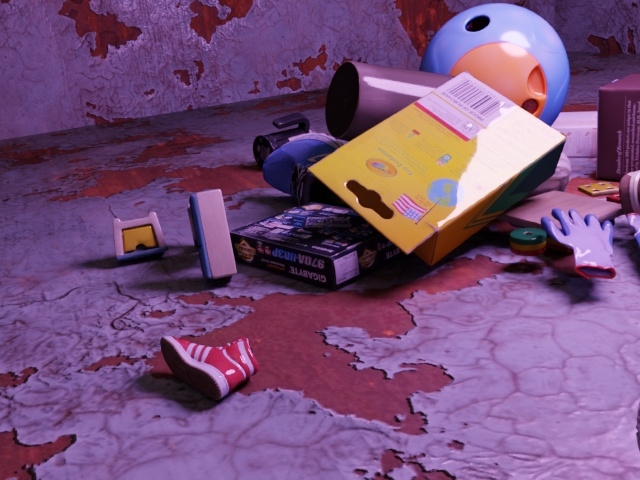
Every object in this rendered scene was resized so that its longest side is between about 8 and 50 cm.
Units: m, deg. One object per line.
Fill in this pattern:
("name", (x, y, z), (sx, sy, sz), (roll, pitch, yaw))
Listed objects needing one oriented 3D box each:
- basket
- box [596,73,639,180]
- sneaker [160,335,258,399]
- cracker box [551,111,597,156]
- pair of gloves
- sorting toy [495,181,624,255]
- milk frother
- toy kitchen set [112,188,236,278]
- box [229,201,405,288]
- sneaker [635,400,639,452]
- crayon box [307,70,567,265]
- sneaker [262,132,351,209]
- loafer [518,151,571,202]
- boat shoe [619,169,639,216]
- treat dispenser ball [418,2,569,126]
("basket", (0.135, -0.221, 1.212), (0.226, 0.154, 0.204), (5, 5, -24))
("box", (0.614, -0.198, 1.245), (0.203, 0.167, 0.168), (11, 26, 41))
("sneaker", (-0.115, 0.122, 0.748), (0.067, 0.042, 0.118), (-26, 34, -36))
("cracker box", (0.534, -0.227, 1.513), (0.232, 0.067, 0.155), (3, 22, 29))
("pair of gloves", (0.377, 0.007, 0.878), (0.198, 0.023, 0.159), (8, 32, 0))
("sorting toy", (0.348, -0.028, 1.024), (0.274, 0.046, 0.132), (-17, 22, -27))
("milk frother", (-0.057, -0.207, 1.638), (0.134, 0.129, 0.143), (-21, 67, -36))
("toy kitchen set", (-0.226, 0.008, 1.063), (0.166, 0.122, 0.207), (-11, -1, -13))
("box", (0.000, 0.000, 1.052), (0.220, 0.051, 0.175), (12, 26, 43))
("sneaker", (0.408, 0.087, 0.550), (0.366, 0.210, 0.137), (-47, 29, -9))
("crayon box", (0.162, -0.099, 1.007), (0.318, 0.081, 0.202), (-33, 58, -24))
("sneaker", (-0.002, -0.112, 1.264), (0.147, 0.130, 0.330), (-19, 23, -40))
("loafer", (0.232, -0.098, 1.138), (0.319, 0.112, 0.112), (6, 40, 4))
("boat shoe", (0.529, -0.075, 0.996), (0.257, 0.095, 0.095), (-18, 5, -36))
("treat dispenser ball", (0.335, -0.311, 1.389), (0.288, 0.288, 0.288), (-6, 19, 2))
